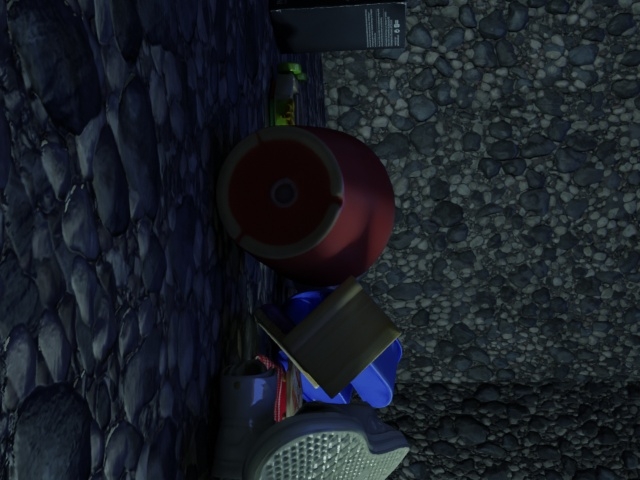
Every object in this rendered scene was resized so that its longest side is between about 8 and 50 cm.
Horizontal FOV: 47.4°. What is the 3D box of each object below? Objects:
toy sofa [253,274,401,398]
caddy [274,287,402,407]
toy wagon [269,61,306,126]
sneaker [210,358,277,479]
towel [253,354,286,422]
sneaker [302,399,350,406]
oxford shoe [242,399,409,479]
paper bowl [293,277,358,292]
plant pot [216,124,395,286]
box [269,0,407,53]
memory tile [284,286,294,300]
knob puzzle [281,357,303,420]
[{"bbox_3d":[0.001,0.147,1.241,0.177,0.150,0.362,48,-9,5],"label":"toy sofa"},{"bbox_3d":[0.043,0.244,1.664,0.341,0.241,0.179,54,32,-38],"label":"caddy"},{"bbox_3d":[-0.073,-0.273,1.694,0.344,0.068,0.267,-20,108,-84],"label":"toy wagon"},{"bbox_3d":[-0.088,0.270,1.121,0.292,0.108,0.169,65,27,-75],"label":"sneaker"},{"bbox_3d":[-0.099,0.331,1.436,0.275,0.031,0.199,68,21,-76],"label":"towel"},{"bbox_3d":[0.023,0.433,1.787,0.330,0.122,0.146,43,-8,33],"label":"sneaker"},{"bbox_3d":[0.000,0.296,1.055,0.130,0.169,0.449,45,7,26],"label":"oxford shoe"},{"bbox_3d":[0.000,0.000,1.738,0.284,0.148,0.284,5,90,-68],"label":"paper bowl"},{"bbox_3d":[-0.029,-0.062,1.149,0.243,0.275,0.275,13,75,-76],"label":"plant pot"},{"bbox_3d":[0.047,-0.648,1.759,0.179,0.312,0.343,77,14,-69],"label":"box"},{"bbox_3d":[-0.077,0.189,1.831,0.113,0.012,0.148,44,45,-83],"label":"memory tile"},{"bbox_3d":[-0.063,0.331,1.484,0.213,0.030,0.213,-2,90,-85],"label":"knob puzzle"}]
